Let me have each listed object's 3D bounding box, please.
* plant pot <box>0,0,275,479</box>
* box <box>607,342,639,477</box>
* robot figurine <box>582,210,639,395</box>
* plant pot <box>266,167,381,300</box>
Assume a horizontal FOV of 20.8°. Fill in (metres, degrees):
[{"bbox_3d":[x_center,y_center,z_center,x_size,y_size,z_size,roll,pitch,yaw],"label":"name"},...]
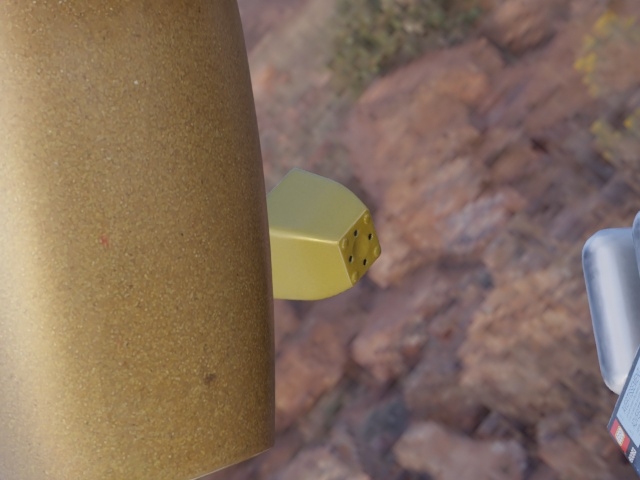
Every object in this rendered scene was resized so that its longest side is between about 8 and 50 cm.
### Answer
[{"bbox_3d":[-0.121,-0.002,0.819,0.237,0.254,0.237,-19,-4,-1],"label":"plant pot"},{"bbox_3d":[0.271,0.033,0.913,0.233,0.044,0.159,-22,-31,-18],"label":"box"},{"bbox_3d":[0.360,0.031,1.200,0.300,0.353,0.200,150,115,-68],"label":"robot figurine"},{"bbox_3d":[0.000,0.000,1.422,0.083,0.081,0.081,11,44,36],"label":"plant pot"}]
